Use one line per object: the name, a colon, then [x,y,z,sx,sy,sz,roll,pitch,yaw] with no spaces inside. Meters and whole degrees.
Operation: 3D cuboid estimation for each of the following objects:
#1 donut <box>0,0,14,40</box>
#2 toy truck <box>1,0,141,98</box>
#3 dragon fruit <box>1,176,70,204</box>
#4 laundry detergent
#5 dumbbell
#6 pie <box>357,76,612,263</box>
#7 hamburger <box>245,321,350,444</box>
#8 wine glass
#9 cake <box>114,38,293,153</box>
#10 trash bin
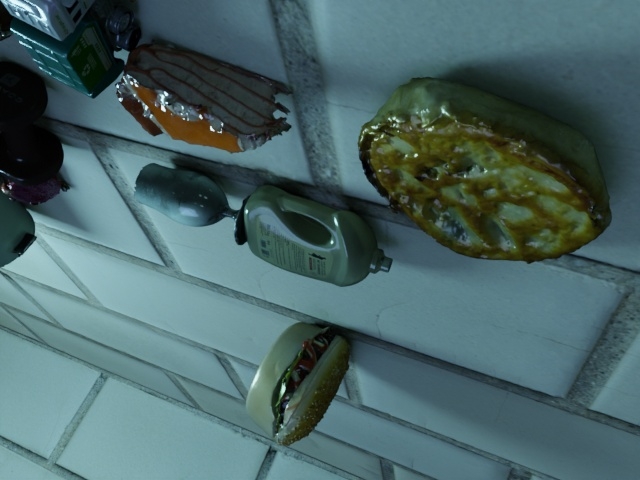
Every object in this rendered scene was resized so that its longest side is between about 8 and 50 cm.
donut: [-0.530,-0.386,0.811,0.269,0.103,0.270,20,152,12]
toy truck: [-0.320,-0.283,0.756,0.114,0.124,0.253,27,170,-2]
dragon fruit: [-0.649,-0.137,1.320,0.112,0.126,0.068,86,160,-63]
laundry detergent: [0.000,0.000,0.997,0.253,0.091,0.181,19,144,15]
dumbbell: [-0.565,-0.210,1.089,0.140,0.124,0.225,27,151,0]
pie: [0.198,-0.074,0.732,0.315,0.092,0.315,23,155,11]
hamburger: [-0.044,0.336,1.369,0.170,0.302,0.302,27,151,16]
wine glass: [-0.220,-0.073,1.055,0.222,0.103,0.103,20,150,13]
cake: [-0.167,-0.197,0.814,0.287,0.098,0.135,13,147,25]
trash bin: [-0.869,-0.079,1.446,0.277,0.217,0.263,18,150,12]
